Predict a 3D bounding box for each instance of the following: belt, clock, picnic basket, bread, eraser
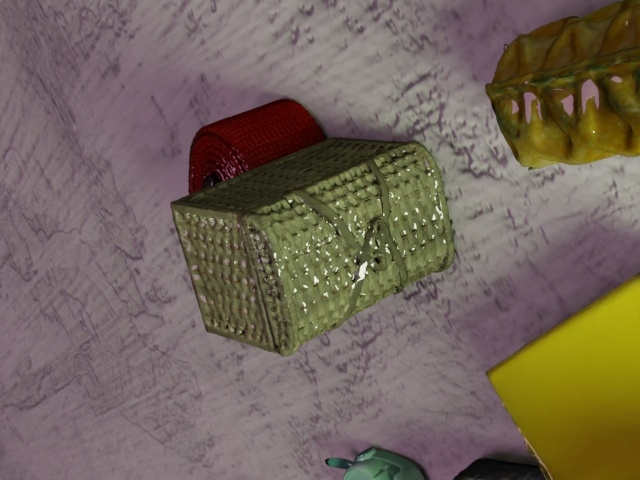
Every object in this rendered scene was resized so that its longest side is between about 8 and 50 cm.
[{"bbox_3d":[-0.066,-0.032,1.079,0.128,0.124,0.201,30,133,42],"label":"belt"},{"bbox_3d":[0.063,0.277,1.173,0.135,0.041,0.101,14,121,49],"label":"clock"},{"bbox_3d":[0.000,0.000,0.945,0.154,0.196,0.134,13,120,49],"label":"picnic basket"},{"bbox_3d":[0.222,-0.110,0.676,0.087,0.098,0.269,32,158,-29],"label":"bread"},{"bbox_3d":[0.238,0.118,0.815,0.158,0.069,0.226,59,146,12],"label":"eraser"}]

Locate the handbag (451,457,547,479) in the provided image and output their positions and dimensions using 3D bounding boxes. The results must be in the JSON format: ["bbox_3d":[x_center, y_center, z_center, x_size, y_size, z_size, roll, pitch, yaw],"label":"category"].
[{"bbox_3d":[0.196,0.316,0.994,0.175,0.089,0.270,8,115,40],"label":"handbag"}]
